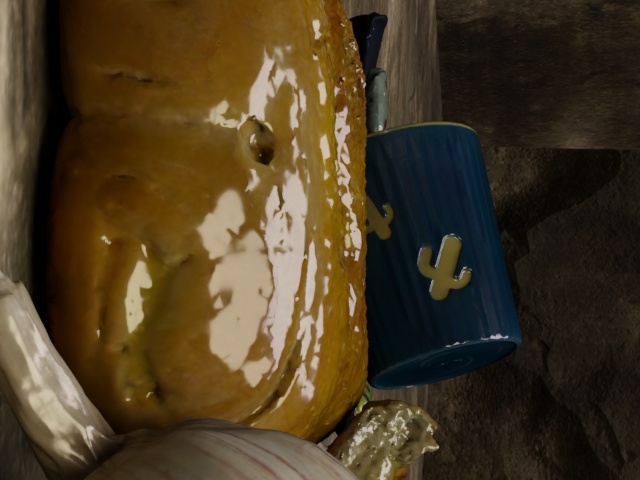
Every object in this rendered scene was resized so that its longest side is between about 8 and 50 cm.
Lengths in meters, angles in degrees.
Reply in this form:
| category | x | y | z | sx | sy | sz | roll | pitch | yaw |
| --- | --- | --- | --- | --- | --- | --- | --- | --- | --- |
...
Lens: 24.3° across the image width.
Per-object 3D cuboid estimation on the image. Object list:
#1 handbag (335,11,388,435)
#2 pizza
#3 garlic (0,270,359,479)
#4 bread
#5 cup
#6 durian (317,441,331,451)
| category | x | y | z | sx | sy | sz | roll | pitch | yaw |
| --- | --- | --- | --- | --- | --- | --- | --- | --- | --- |
| handbag | 0.000 | 0.000 | 1.269 | 0.329 | 0.122 | 0.303 | 78 | 15 | -63 |
| pizza | -0.029 | 0.238 | 0.863 | 0.323 | 0.089 | 0.223 | -60 | 176 | 37 |
| garlic | -0.099 | 0.115 | 0.620 | 0.226 | 0.199 | 0.199 | 57 | 11 | -1 |
| bread | -0.042 | -0.041 | 0.845 | 0.337 | 0.148 | 0.328 | 37 | 56 | -81 |
| cup | 0.046 | 0.020 | 1.027 | 0.131 | 0.176 | 0.155 | 53 | 20 | -72 |
| durian | -0.013 | 0.226 | 1.106 | 0.249 | 0.138 | 0.183 | 66 | 8 | -61 |
